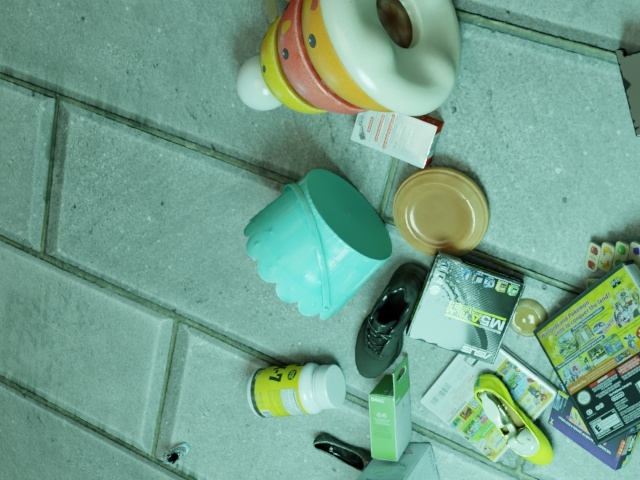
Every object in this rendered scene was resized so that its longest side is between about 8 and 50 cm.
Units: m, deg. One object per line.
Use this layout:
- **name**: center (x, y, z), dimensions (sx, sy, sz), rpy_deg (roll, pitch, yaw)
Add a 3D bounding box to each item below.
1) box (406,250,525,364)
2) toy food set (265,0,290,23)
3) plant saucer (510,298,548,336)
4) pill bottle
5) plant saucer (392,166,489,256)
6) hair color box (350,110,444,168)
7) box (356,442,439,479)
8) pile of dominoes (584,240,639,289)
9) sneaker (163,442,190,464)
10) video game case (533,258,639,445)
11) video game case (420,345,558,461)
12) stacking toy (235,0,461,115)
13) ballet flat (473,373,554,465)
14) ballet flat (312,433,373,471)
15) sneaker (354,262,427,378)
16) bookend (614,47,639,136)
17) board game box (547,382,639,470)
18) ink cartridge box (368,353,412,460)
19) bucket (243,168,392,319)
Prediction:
- **box**: center (0.291, 0.136, 1.652), dimensions (0.191, 0.045, 0.184), rpy_deg (19, 102, -1)
- **toy food set**: center (-0.016, -0.529, 1.638), dimensions (0.218, 0.071, 0.128), rpy_deg (-33, 62, 26)
- **plant saucer**: center (0.418, 0.159, 1.660), dimensions (0.083, 0.015, 0.083), rpy_deg (8, 109, 24)
- **pill bottle**: center (-0.055, 0.345, 1.887), dimensions (0.208, 0.119, 0.119), rpy_deg (-10, 101, 27)
- **plant saucer**: center (0.239, -0.050, 1.652), dimensions (0.200, 0.037, 0.200), rpy_deg (10, 119, 19)
- **hair color box**: center (0.154, -0.221, 1.652), dimensions (0.167, 0.053, 0.093), rpy_deg (24, 116, 16)
- **box**: center (0.181, 0.612, 1.789), dimensions (0.127, 0.231, 0.262), rpy_deg (-8, 102, 27)
- **pile of dominoes**: center (0.570, 0.098, 1.481), dimensions (0.251, 0.040, 0.196), rpy_deg (2, 108, 60)
- **sneaker**: center (-0.395, 0.572, 2.149), dimensions (0.098, 0.069, 0.038), rpy_deg (-42, 85, 29)
- **video game case**: center (0.537, 0.209, 1.492), dimensions (0.275, 0.035, 0.248), rpy_deg (-54, 54, 48)
- **video game case**: center (0.355, 0.331, 1.738), dimensions (0.206, 0.026, 0.227), rpy_deg (38, 117, 11)
- **stacking toy**: center (-0.001, -0.350, 1.585), dimensions (0.480, 0.350, 0.350), rpy_deg (-17, 98, 45)
- **ballet flat**: center (0.389, 0.380, 1.676), dimensions (0.077, 0.077, 0.231), rpy_deg (-37, 88, 28)
- **ballet flat**: center (0.061, 0.509, 1.920), dimensions (0.173, 0.049, 0.057), rpy_deg (20, 114, 19)
- **sneaker**: center (0.133, 0.183, 1.742), dimensions (0.109, 0.130, 0.286), rpy_deg (27, 116, 15)
- **bookend**: center (0.606, -0.276, 1.404), dimensions (0.156, 0.072, 0.157), rpy_deg (-14, 98, 28)
- **board game box**: center (0.537, 0.340, 1.594), dimensions (0.170, 0.048, 0.141), rpy_deg (34, 121, 47)
- **ink cartridge box**: center (0.154, 0.364, 1.797), dimensions (0.062, 0.109, 0.209), rpy_deg (3, 107, 24)
- **bucket**: center (0.000, 0.000, 1.679), dimensions (0.183, 0.281, 0.281), rpy_deg (-43, 85, 26)
